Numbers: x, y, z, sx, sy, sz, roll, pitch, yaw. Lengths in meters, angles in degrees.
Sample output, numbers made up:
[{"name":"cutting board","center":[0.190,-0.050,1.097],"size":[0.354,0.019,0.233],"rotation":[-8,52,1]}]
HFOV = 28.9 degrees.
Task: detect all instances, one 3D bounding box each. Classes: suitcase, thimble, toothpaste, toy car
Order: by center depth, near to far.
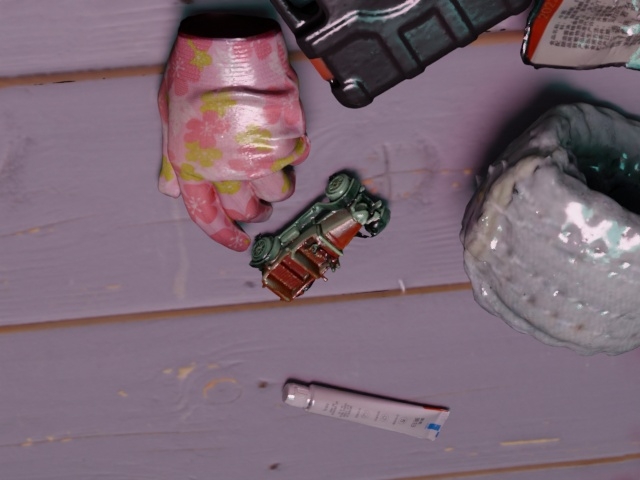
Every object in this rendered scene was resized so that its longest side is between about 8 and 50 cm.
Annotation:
[{"name":"suitcase","center":[0.032,-0.267,1.045],"size":[0.206,0.066,0.285],"rotation":[-29,121,15]},{"name":"thimble","center":[0.248,-0.010,1.155],"size":[0.250,0.205,0.172],"rotation":[9,130,-30]},{"name":"toy car","center":[0.000,0.000,1.231],"size":[0.143,0.054,0.073],"rotation":[-38,120,21]},{"name":"toothpaste","center":[0.049,0.188,1.379],"size":[0.190,0.031,0.048],"rotation":[14,119,-18]}]

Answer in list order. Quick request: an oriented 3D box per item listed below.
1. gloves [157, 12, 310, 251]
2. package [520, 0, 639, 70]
[{"name":"gloves","center":[-0.081,-0.084,1.132],"size":[0.145,0.126,0.241],"rotation":[-5,118,-5]},{"name":"package","center":[0.295,-0.221,1.101],"size":[0.232,0.040,0.166],"rotation":[1,125,-22]}]
